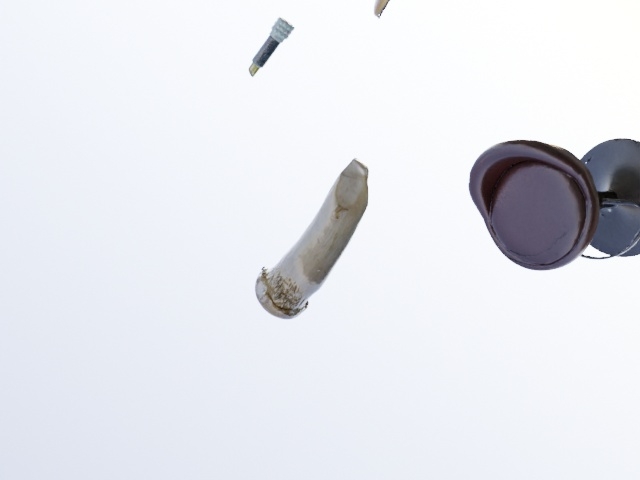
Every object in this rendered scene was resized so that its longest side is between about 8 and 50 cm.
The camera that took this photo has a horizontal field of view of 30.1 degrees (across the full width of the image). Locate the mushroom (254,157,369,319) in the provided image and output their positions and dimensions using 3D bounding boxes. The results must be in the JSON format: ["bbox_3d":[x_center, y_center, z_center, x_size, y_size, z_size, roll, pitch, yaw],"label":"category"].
[{"bbox_3d":[0.000,0.000,1.419,0.071,0.209,0.084,39,-167,21],"label":"mushroom"}]

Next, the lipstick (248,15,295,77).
[{"bbox_3d":[-0.092,-0.336,2.083,0.037,0.116,0.037,37,-167,-10],"label":"lipstick"}]

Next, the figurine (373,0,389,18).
[{"bbox_3d":[0.022,-0.457,1.693,0.257,0.208,0.181,32,-138,-6],"label":"figurine"}]

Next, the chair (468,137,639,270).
[{"bbox_3d":[0.436,-0.067,2.074,0.401,0.226,0.226,-5,-124,-50],"label":"chair"}]
